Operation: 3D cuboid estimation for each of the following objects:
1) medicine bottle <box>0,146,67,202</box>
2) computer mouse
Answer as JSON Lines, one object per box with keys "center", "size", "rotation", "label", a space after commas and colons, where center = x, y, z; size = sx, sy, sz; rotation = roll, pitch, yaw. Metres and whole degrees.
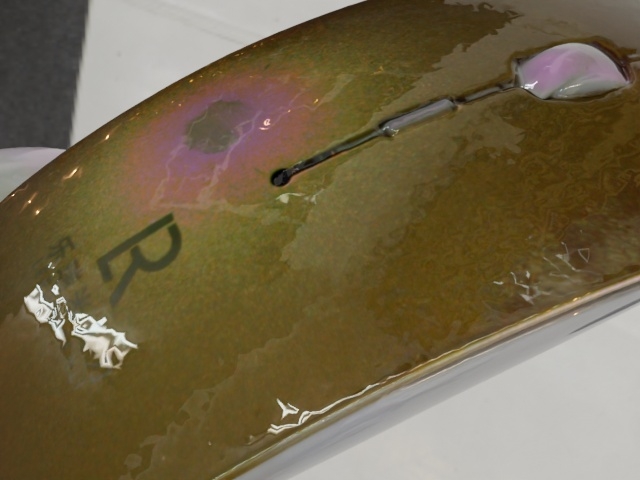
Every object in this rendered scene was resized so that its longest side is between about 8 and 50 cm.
{"center": [-0.159, 0.137, 0.674], "size": [0.256, 0.256, 0.325], "rotation": [-44, 69, 35], "label": "medicine bottle"}
{"center": [0.000, 0.000, 0.396], "size": [0.310, 0.072, 0.158], "rotation": [-26, 50, -2], "label": "computer mouse"}
